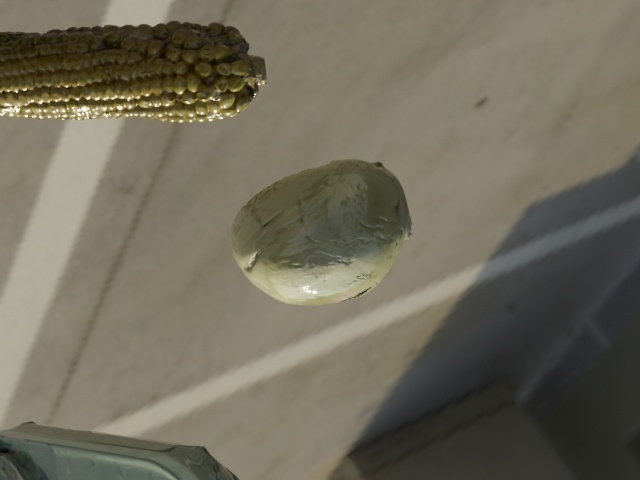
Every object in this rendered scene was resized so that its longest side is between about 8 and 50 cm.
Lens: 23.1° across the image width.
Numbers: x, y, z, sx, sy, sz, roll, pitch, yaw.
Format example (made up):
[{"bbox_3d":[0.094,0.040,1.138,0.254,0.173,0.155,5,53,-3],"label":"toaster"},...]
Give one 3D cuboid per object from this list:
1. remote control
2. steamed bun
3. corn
[{"bbox_3d":[-0.131,0.168,0.975,0.247,0.104,0.052,1,-161,44],"label":"remote control"},{"bbox_3d":[0.000,0.000,1.124,0.130,0.091,0.112,-21,165,23],"label":"steamed bun"},{"bbox_3d":[-0.207,-0.154,1.441,0.319,0.097,0.097,0,157,3],"label":"corn"}]
